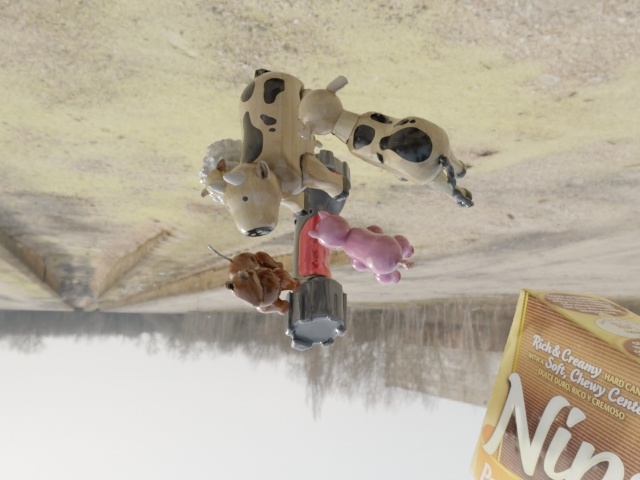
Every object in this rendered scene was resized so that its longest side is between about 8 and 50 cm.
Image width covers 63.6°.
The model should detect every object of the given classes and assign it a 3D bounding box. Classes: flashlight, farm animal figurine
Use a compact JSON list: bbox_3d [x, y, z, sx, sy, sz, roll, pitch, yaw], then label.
[{"bbox_3d":[0.000,0.000,0.762,0.103,0.304,0.103,-9,139,10],"label":"flashlight"},{"bbox_3d":[-0.030,-0.084,0.593,0.330,0.327,0.172,-37,140,26],"label":"farm animal figurine"}]

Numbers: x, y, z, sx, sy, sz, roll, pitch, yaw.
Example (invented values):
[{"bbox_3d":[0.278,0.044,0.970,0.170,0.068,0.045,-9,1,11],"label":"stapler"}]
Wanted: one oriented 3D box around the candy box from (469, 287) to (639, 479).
[{"bbox_3d":[0.223,0.172,0.312,0.087,0.183,0.316,7,-165,-15],"label":"candy box"}]
